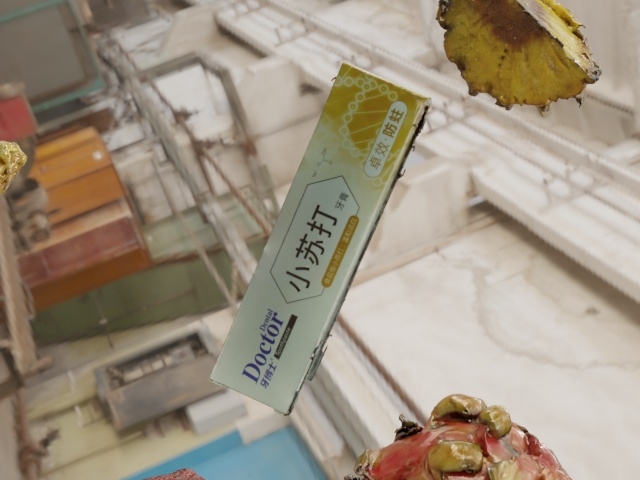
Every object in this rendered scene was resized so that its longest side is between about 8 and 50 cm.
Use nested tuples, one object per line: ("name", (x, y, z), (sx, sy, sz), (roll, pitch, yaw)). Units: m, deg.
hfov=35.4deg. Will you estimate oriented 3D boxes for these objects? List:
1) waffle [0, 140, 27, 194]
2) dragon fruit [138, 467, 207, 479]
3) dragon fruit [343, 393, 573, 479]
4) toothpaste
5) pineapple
("waffle", (-0.610, -0.052, 1.693), (0.065, 0.309, 0.283), (43, 20, -8))
("dragon fruit", (-0.167, 0.269, 1.027), (0.063, 0.097, 0.131), (45, -17, -20))
("dragon fruit", (0.152, 0.305, 1.105), (0.269, 0.250, 0.291), (29, -56, 10))
("toothpaste", (0.000, 0.000, 0.907), (0.089, 0.312, 0.071), (24, 9, 4))
("pineapple", (0.272, -0.289, 1.444), (0.334, 0.158, 0.161), (47, -51, 21))
